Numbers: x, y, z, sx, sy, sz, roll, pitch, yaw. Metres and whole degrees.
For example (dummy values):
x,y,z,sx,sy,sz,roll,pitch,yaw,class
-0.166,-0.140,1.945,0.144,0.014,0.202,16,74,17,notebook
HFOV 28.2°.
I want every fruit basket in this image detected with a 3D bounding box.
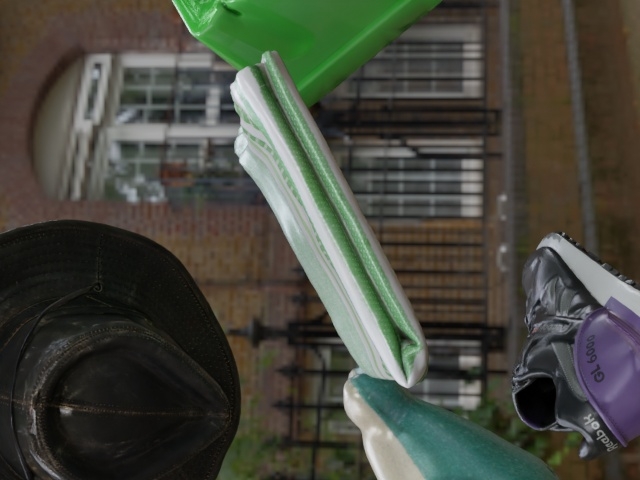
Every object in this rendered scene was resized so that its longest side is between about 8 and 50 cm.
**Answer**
x,y,z,sx,sy,sz,roll,pitch,yaw,class
-0.005,-0.327,1.113,0.392,0.283,0.392,41,-153,-26,fruit basket

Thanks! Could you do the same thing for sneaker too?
x,y,z,sx,sy,sz,roll,pitch,yaw,class
0.186,0.079,0.983,0.107,0.124,0.283,52,180,-12,sneaker

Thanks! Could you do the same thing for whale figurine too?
x,y,z,sx,sy,sz,roll,pitch,yaw,class
0.132,0.218,1.196,0.272,0.141,0.216,54,-175,3,whale figurine

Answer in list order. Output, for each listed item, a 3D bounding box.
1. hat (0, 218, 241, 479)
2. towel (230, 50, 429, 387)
x,y,z,sx,sy,sz,roll,pitch,yaw,class
-0.167,0.131,1.049,0.331,0.134,0.331,3,-94,-42,hat
0.000,0.000,0.954,0.248,0.038,0.325,61,174,2,towel
